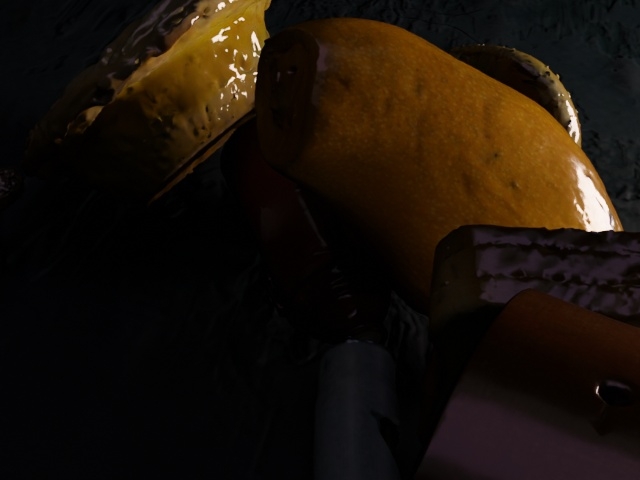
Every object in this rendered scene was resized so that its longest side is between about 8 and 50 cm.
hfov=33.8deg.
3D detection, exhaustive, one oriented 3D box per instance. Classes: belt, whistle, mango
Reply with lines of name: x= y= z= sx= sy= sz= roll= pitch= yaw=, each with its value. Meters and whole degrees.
belt: x=0.118 y=0.149 z=0.497 sx=0.122 sy=0.339 sz=0.217 roll=20 pitch=79 yaw=19
whistle: x=0.023 y=0.184 z=0.639 sx=0.062 sy=0.062 sz=0.312 roll=4 pitch=37 yaw=-1
mango: x=0.103 y=-0.034 z=0.757 sx=0.359 sy=0.144 sz=0.187 roll=43 pitch=55 yaw=-19

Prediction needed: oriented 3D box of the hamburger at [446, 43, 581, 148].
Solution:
hamburger: x=0.132 y=-0.091 z=0.932 sx=0.113 sy=0.185 sz=0.177 roll=-32 pitch=94 yaw=-32

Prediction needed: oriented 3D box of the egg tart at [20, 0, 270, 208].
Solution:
egg tart: x=-0.129 y=-0.122 z=0.901 sx=0.118 sy=0.288 sz=0.288 roll=51 pitch=47 yaw=-2

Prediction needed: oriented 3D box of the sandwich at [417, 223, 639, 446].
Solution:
sandwich: x=0.155 y=0.077 z=0.664 sx=0.186 sy=0.215 sz=0.065 roll=5 pitch=54 yaw=3

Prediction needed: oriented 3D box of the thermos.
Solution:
thermos: x=-0.003 y=0.000 z=0.832 sx=0.099 sy=0.124 sz=0.232 roll=-15 pitch=48 yaw=-13

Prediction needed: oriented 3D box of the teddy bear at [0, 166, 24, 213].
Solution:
teddy bear: x=-0.320 y=-0.014 z=0.859 sx=0.160 sy=0.078 sz=0.119 roll=-4 pitch=14 yaw=25
